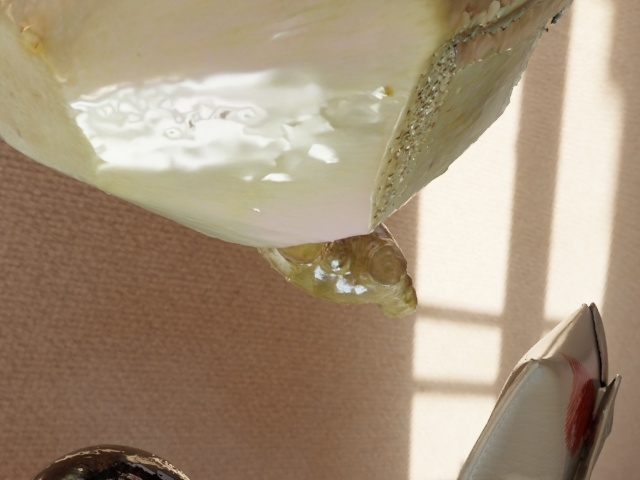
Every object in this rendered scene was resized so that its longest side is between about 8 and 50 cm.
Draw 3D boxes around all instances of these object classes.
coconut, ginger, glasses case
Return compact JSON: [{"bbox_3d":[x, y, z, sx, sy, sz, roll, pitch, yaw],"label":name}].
[{"bbox_3d":[-0.038,-0.158,0.512,0.352,0.352,0.352,-17,118,-35],"label":"coconut"},{"bbox_3d":[0.000,0.000,0.967,0.102,0.216,0.157,-59,159,-2],"label":"ginger"},{"bbox_3d":[0.198,0.135,0.800,0.308,0.083,0.128,-15,124,-67],"label":"glasses case"}]

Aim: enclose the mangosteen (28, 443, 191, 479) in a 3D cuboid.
[{"bbox_3d":[-0.199,0.312,0.926,0.216,0.216,0.216,-17,118,-35],"label":"mangosteen"}]
